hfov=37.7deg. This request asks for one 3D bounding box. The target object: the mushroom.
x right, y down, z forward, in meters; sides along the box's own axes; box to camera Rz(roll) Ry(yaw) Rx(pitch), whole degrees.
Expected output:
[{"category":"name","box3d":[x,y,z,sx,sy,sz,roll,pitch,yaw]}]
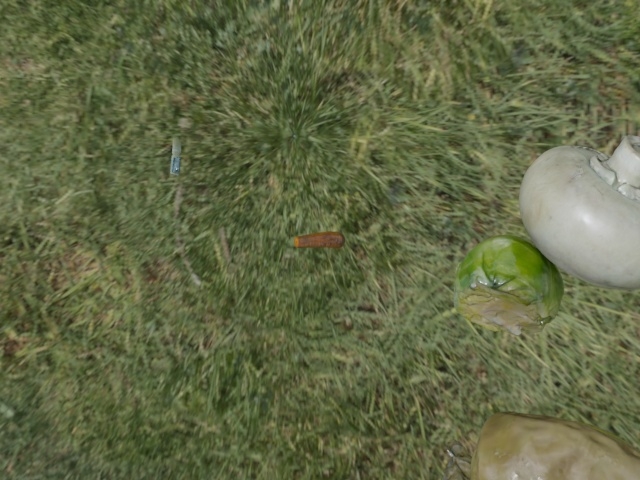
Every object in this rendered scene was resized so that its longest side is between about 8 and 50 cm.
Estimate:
[{"category":"mushroom","box3d":[0.407,-0.050,1.319,0.246,0.246,0.202,28,112,-4]}]

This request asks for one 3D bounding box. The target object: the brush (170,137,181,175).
[{"category":"brush","box3d":[-0.259,-0.153,1.685,0.016,0.013,0.084,10,51,-17]}]

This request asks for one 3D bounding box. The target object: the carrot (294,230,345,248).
[{"category":"carrot","box3d":[0.000,0.000,1.622,0.093,0.032,0.032,-2,97,-27]}]

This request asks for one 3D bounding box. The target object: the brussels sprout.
[{"category":"brussels sprout","box3d":[0.273,0.058,1.361,0.152,0.149,0.122,56,50,-40]}]

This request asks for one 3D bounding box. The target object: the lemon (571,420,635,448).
[{"category":"lemon","box3d":[0.423,0.469,1.591,0.347,0.348,0.348,0,96,-2]}]

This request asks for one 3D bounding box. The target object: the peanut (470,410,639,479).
[{"category":"peanut","box3d":[0.292,0.314,0.879,0.387,0.192,0.169,45,136,7]}]

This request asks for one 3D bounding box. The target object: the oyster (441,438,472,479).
[{"category":"oyster","box3d":[0.189,0.391,1.317,0.107,0.232,0.162,6,103,19]}]
